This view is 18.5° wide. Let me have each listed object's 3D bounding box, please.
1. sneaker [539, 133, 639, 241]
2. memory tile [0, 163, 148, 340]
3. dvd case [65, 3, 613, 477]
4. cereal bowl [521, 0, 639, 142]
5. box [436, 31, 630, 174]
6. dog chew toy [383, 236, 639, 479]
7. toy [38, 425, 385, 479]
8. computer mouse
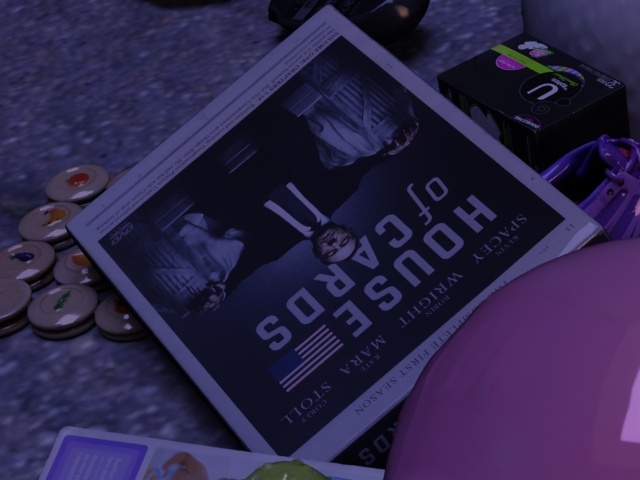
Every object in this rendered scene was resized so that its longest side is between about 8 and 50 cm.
[{"bbox_3d":[0.157,-0.021,0.922,0.170,0.071,0.068,-17,34,-8],"label":"sneaker"},{"bbox_3d":[-0.114,0.002,1.026,0.113,0.012,0.148,1,36,19],"label":"memory tile"},{"bbox_3d":[0.000,0.000,0.915,0.179,0.029,0.238,-40,43,-5],"label":"dvd case"},{"bbox_3d":[0.268,-0.181,1.061,0.339,0.141,0.339,-9,34,6],"label":"cereal bowl"},{"bbox_3d":[0.110,-0.062,1.014,0.062,0.052,0.083,-28,38,-23],"label":"box"},{"bbox_3d":[0.059,0.147,0.607,0.332,0.207,0.206,-38,41,-22],"label":"dog chew toy"},{"bbox_3d":[-0.031,0.129,0.760,0.237,0.056,0.137,2,51,25],"label":"toy"},{"bbox_3d":[-0.027,-0.151,1.208,0.242,0.041,0.071,17,60,43],"label":"computer mouse"}]
